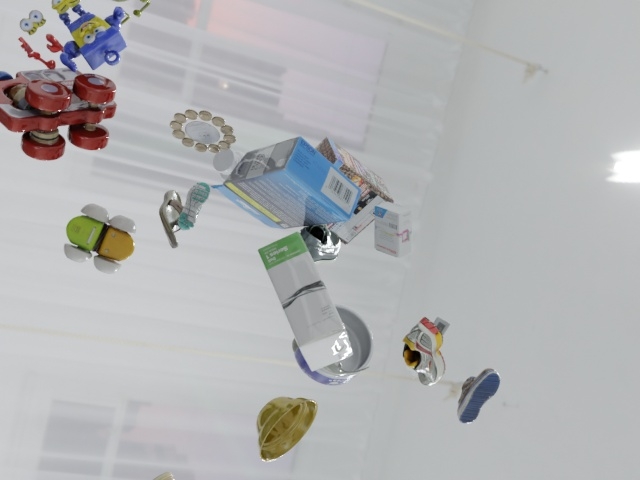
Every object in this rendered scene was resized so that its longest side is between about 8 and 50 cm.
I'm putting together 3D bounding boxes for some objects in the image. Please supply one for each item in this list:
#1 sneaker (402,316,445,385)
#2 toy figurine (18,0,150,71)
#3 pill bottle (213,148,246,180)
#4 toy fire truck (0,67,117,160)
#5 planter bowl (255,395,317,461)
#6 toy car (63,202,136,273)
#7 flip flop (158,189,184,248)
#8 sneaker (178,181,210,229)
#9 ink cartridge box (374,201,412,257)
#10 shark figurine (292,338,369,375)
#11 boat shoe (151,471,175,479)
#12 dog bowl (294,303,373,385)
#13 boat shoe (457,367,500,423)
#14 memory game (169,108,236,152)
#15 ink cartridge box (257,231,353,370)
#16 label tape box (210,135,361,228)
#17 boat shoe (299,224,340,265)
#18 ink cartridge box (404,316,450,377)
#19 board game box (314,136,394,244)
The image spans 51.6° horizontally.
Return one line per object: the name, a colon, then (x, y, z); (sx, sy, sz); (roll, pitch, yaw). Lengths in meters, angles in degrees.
sneaker: (0.238, 0.278, 1.592); (0.088, 0.093, 0.225); (41, -24, 42)
toy figurine: (-0.535, -0.507, 1.657); (0.217, 0.362, 0.191); (47, -13, 24)
pill bottle: (-0.257, -0.224, 2.119); (0.108, 0.193, 0.108); (-8, -108, 24)
toy fire truck: (-0.662, -0.339, 1.615); (0.254, 0.302, 0.169); (36, -54, 23)
planter bowl: (-0.115, 0.507, 1.865); (0.090, 0.217, 0.217); (38, -61, 31)
toy car: (-0.591, -0.008, 1.781); (0.159, 0.182, 0.136); (-66, -161, -1)
flip flop: (-0.457, -0.079, 2.112); (0.277, 0.080, 0.112); (-99, 178, -59)
sneaker: (-0.389, -0.101, 2.003); (0.166, 0.065, 0.076); (-65, -167, -21)
ink cartridge box: (0.186, -0.028, 1.697); (0.088, 0.052, 0.122); (24, -57, 44)
shark figurine: (0.026, 0.304, 1.867); (0.116, 0.278, 0.166); (-28, -164, 27)
boat shoe: (-0.490, 0.774, 1.789); (0.341, 0.110, 0.121); (-43, 161, -52)
dog bowl: (0.043, 0.359, 2.279); (0.104, 0.265, 0.265); (120, -25, -54)
boat shoe: (0.390, 0.380, 1.677); (0.066, 0.066, 0.183); (-100, -151, -54)
memory game: (-0.326, -0.301, 1.834); (0.186, 0.186, 0.012); (133, -29, -56)
ink cartridge box: (-0.027, 0.120, 1.265); (0.160, 0.093, 0.219); (72, -7, -61)
label tape box: (-0.099, -0.144, 1.811); (0.348, 0.249, 0.115); (-4, -123, 50)
boat shoe: (0.000, 0.000, 1.927); (0.099, 0.116, 0.319); (-59, 167, 18)
ink cartridge box: (0.348, 0.363, 2.215); (0.189, 0.066, 0.232); (-55, 173, -14)
board game box: (0.055, -0.160, 2.212); (0.232, 0.291, 0.141); (-42, -141, 19)
